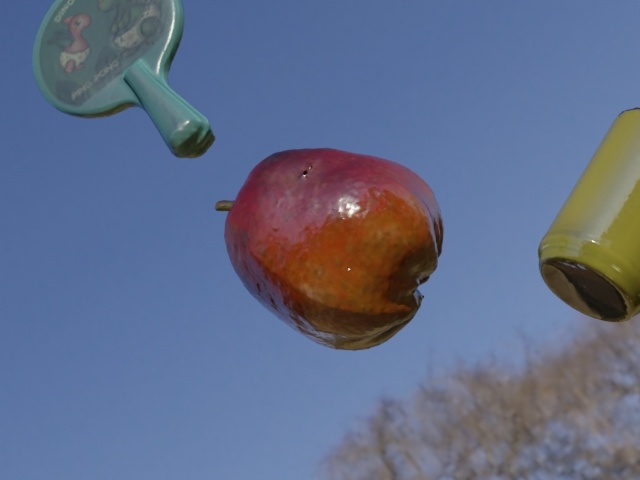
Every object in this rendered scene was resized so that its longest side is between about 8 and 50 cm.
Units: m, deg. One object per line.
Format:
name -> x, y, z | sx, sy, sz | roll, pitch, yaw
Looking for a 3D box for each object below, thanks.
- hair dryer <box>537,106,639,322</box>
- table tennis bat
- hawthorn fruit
hair dryer -> 0.278, 0.045, 1.152 | 0.278, 0.090, 0.135 | 46, -116, -26
table tennis bat -> -0.132, -0.122, 1.093 | 0.124, 0.201, 0.033 | -44, -38, 5
hawthorn fruit -> 0.000, 0.000, 1.702 | 0.224, 0.261, 0.224 | 23, -90, -81
